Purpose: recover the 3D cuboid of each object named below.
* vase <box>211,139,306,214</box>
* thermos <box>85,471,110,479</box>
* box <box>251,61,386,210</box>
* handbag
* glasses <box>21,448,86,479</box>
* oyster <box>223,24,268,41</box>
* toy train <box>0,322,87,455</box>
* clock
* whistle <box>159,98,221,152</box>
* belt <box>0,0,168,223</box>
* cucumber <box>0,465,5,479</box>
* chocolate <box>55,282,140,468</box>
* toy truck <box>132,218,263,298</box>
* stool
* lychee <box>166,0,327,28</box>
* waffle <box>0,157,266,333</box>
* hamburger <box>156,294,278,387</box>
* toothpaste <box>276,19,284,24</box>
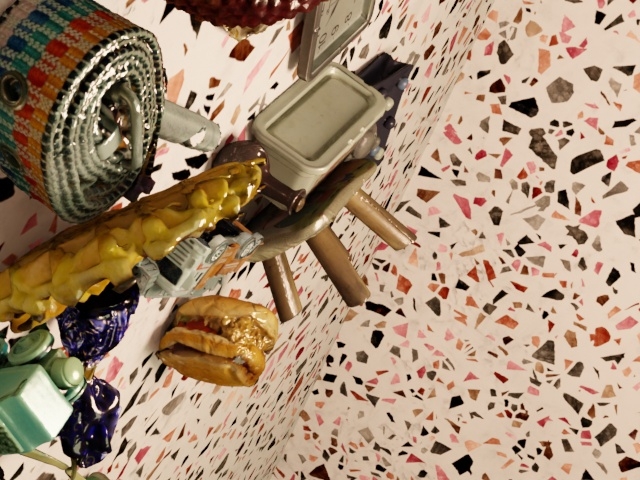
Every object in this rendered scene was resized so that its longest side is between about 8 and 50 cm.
[{"bbox_3d":[-0.111,-0.110,1.673,0.120,0.183,0.120,-54,166,-20],"label":"vase"},{"bbox_3d":[-0.517,0.554,1.856,0.188,0.083,0.073,-30,126,-61],"label":"thermos"},{"bbox_3d":[-0.020,-0.208,1.863,0.312,0.175,0.182,-48,171,-40],"label":"box"},{"bbox_3d":[0.113,-0.288,2.259,0.269,0.118,0.325,-44,157,-46],"label":"handbag"},{"bbox_3d":[-0.463,0.355,1.473,0.102,0.207,0.239,-24,167,9],"label":"glasses"},{"bbox_3d":[-0.116,-0.368,1.398,0.105,0.056,0.177,-47,165,-3],"label":"oyster"},{"bbox_3d":[-0.423,0.210,1.211,0.112,0.203,0.163,61,32,-27],"label":"toy train"},{"bbox_3d":[0.041,-0.477,1.738,0.279,0.049,0.273,-49,162,-37],"label":"clock"},{"bbox_3d":[-0.232,-0.181,1.356,0.062,0.062,0.312,-61,166,5],"label":"whistle"},{"bbox_3d":[-0.282,-0.140,1.054,0.207,0.160,0.295,-47,161,-41],"label":"belt"},{"bbox_3d":[-0.542,0.362,1.405,0.053,0.053,0.181,-56,168,-14],"label":"cucumber"},{"bbox_3d":[-0.372,0.216,1.417,0.148,0.126,0.343,-35,141,-62],"label":"chocolate"},{"bbox_3d":[-0.238,0.029,1.628,0.184,0.133,0.338,-53,170,11],"label":"toy truck"},{"bbox_3d":[0.000,0.000,1.960,0.310,0.226,0.310,-15,-157,44],"label":"stool"},{"bbox_3d":[-0.091,-0.381,1.038,0.275,0.276,0.304,-55,-162,-18],"label":"lychee"},{"bbox_3d":[-0.257,-0.004,1.219,0.382,0.095,0.379,-20,-169,32],"label":"waffle"},{"bbox_3d":[-0.216,0.215,1.913,0.244,0.244,0.163,85,16,-67],"label":"hamburger"},{"bbox_3d":[-0.042,-0.494,1.415,0.056,0.058,0.314,1,126,-23],"label":"toothpaste"}]
